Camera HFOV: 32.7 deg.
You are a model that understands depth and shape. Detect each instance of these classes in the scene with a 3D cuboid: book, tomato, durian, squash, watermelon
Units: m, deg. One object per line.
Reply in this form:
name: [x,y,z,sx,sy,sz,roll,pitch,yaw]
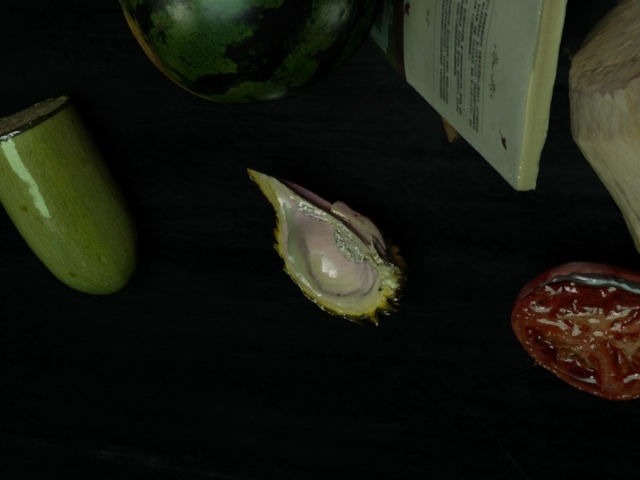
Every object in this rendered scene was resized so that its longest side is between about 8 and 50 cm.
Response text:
book: [0.110,-0.195,0.927,0.289,0.026,0.201,-125,28,-45]
tomato: [0.291,0.071,1.114,0.174,0.082,0.166,30,133,-1]
durian: [0.010,-0.008,1.203,0.224,0.078,0.140,49,141,2]
squash: [-0.297,-0.038,1.285,0.132,0.132,0.247,-12,115,31]
watermelon: [-0.063,-0.247,0.951,0.268,0.269,0.269,12,126,17]

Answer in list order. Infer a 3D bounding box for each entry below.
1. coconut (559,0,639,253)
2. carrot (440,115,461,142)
coconut: [0.399,-0.071,0.772,0.404,0.405,0.405,12,126,17]
carrot: [0.141,-0.202,0.994,0.101,0.102,0.263,16,128,15]
